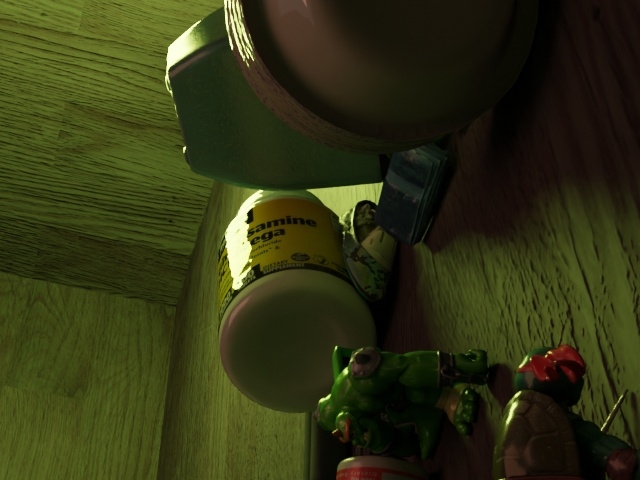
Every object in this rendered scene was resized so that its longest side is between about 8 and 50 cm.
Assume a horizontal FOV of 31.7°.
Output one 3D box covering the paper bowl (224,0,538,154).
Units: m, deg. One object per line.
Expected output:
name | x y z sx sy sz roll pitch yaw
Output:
paper bowl | 0.062 -0.226 1.028 0.148 0.284 0.284 168 114 -76

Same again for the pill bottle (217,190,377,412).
pill bottle | -0.039 0.056 1.449 0.334 0.188 0.187 -103 27 -64

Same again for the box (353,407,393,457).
box | 0.057 0.223 1.235 0.067 0.018 0.083 -90 17 -47

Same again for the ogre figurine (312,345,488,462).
ogre figurine | 0.065 0.147 1.032 0.197 0.118 0.096 137 144 -71

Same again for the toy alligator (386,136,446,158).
toy alligator | 0.111 -0.109 1.266 0.190 0.056 0.051 11 124 62

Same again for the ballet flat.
ballet flat | 0.060 0.003 1.364 0.188 0.070 0.070 -107 31 -60

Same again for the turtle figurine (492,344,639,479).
turtle figurine | 0.151 0.149 0.656 0.175 0.118 0.234 133 142 -68

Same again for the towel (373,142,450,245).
towel | 0.097 -0.056 1.227 0.029 0.067 0.119 -25 -40 -45

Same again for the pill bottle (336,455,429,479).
pill bottle | 0.051 0.284 1.031 0.087 0.087 0.160 126 154 -63

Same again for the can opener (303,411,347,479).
can opener | -0.010 0.288 1.336 0.280 0.093 0.074 -82 11 -45

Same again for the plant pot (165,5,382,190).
plant pot | -0.073 -0.205 1.530 0.248 0.252 0.247 -105 4 -66
